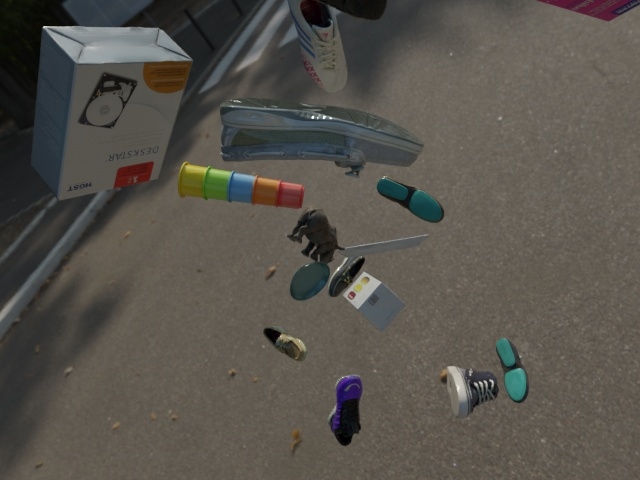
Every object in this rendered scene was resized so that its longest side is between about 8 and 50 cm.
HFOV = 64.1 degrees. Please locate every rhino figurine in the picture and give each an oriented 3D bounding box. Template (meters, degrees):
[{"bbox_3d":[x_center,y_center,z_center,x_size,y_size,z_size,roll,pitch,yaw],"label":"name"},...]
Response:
[{"bbox_3d":[0.000,0.000,1.301,0.073,0.243,0.106,31,78,31],"label":"rhino figurine"}]

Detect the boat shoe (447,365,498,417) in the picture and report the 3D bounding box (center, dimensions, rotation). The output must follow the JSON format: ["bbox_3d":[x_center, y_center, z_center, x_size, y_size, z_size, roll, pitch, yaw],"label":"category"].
[{"bbox_3d":[0.500,0.480,1.646,0.158,0.127,0.340,0,3,9],"label":"boat shoe"}]

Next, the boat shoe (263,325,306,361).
[{"bbox_3d":[-0.085,0.237,1.173,0.135,0.045,0.050,23,96,47],"label":"boat shoe"}]

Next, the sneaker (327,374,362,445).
[{"bbox_3d":[0.108,0.625,1.852,0.102,0.293,0.146,0,30,-17],"label":"sneaker"}]

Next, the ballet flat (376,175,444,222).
[{"bbox_3d":[0.401,-0.178,2.224,0.342,0.124,0.116,29,103,27],"label":"ballet flat"}]

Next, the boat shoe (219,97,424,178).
[{"bbox_3d":[-0.002,-0.154,0.807,0.320,0.103,0.118,8,25,1],"label":"boat shoe"}]

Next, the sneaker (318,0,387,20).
[{"bbox_3d":[-0.012,-0.280,0.539,0.089,0.170,0.051,30,109,43],"label":"sneaker"}]

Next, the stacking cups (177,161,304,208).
[{"bbox_3d":[-0.202,-0.127,1.321,0.316,0.096,0.096,11,42,1],"label":"stacking cups"}]

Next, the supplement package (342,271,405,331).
[{"bbox_3d":[0.201,0.230,1.975,0.139,0.134,0.244,-48,12,-3],"label":"supplement package"}]

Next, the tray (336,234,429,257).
[{"bbox_3d":[0.184,0.021,1.545,0.270,0.030,0.145,-9,-2,-1],"label":"tray"}]

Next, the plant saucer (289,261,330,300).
[{"bbox_3d":[-0.030,0.097,1.272,0.119,0.119,0.021,-41,51,-6],"label":"plant saucer"}]

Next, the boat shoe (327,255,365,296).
[{"bbox_3d":[0.109,0.147,2.157,0.069,0.081,0.227,14,60,37],"label":"boat shoe"}]

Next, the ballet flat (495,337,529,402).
[{"bbox_3d":[0.569,0.384,1.497,0.074,0.074,0.203,-24,44,21],"label":"ballet flat"}]

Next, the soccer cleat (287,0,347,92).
[{"bbox_3d":[0.003,-0.535,1.388,0.116,0.331,0.143,-31,40,-4],"label":"soccer cleat"}]

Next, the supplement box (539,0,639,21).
[{"bbox_3d":[0.469,-0.477,0.885,0.111,0.220,0.114,165,105,-66],"label":"supplement box"}]

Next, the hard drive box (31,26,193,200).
[{"bbox_3d":[-0.314,-0.189,0.764,0.181,0.089,0.232,-25,-26,-46],"label":"hard drive box"}]
